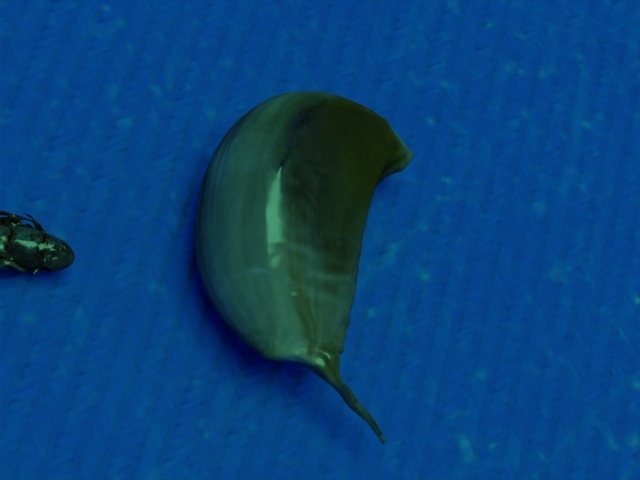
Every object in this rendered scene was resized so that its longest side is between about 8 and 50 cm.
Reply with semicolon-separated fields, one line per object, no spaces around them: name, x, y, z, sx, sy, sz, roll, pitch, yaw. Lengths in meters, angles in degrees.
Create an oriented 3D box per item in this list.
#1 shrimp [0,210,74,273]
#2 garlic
shrimp;-0.180;-0.001;0.937;0.092;0.029;0.038;1;65;-19
garlic;-0.008;0.005;0.981;0.129;0.090;0.198;21;53;-28
